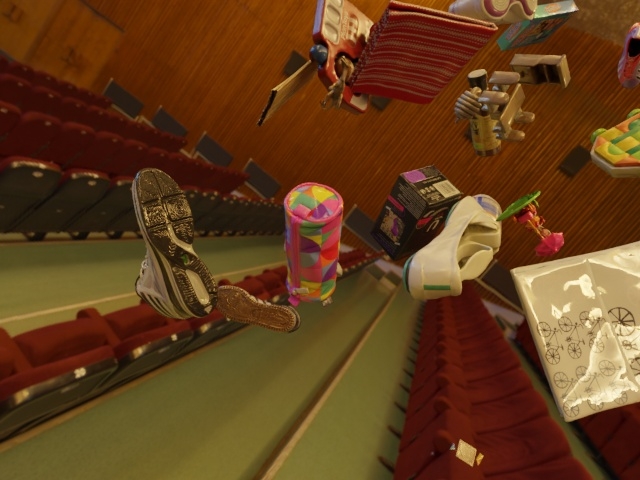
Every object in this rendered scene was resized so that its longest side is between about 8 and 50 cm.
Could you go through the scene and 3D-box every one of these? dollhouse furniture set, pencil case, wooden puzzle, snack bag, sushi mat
[{"bbox_3d":[0.653,-0.459,1.454,0.161,0.242,0.212,25,-8,42],"label":"dollhouse furniture set"},{"bbox_3d":[-0.015,0.015,0.799,0.104,0.104,0.236,46,-31,35],"label":"pencil case"},{"bbox_3d":[0.512,0.749,1.609,0.116,0.014,0.078,36,43,11],"label":"wooden puzzle"},{"bbox_3d":[0.612,0.179,0.968,0.037,0.343,0.323,96,-18,-73],"label":"snack bag"},{"bbox_3d":[-0.071,-0.441,1.284,0.019,0.151,0.316,38,52,-3],"label":"sushi mat"}]

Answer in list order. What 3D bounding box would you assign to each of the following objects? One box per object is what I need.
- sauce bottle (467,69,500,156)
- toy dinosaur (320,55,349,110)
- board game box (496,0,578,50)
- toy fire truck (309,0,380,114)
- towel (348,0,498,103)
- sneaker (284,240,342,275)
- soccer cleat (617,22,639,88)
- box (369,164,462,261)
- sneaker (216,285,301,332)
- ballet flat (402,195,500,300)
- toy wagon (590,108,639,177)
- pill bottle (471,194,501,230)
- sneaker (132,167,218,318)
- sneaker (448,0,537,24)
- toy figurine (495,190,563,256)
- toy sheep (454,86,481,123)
[{"bbox_3d":[0.648,-0.505,1.827,0.344,0.111,0.111,67,-7,-33],"label":"sauce bottle"},{"bbox_3d":[0.040,-0.362,1.138,0.053,0.183,0.092,27,55,-2],"label":"toy dinosaur"},{"bbox_3d":[0.726,-0.721,1.537,0.047,0.210,0.160,66,-23,8],"label":"board game box"},{"bbox_3d":[0.072,-0.524,1.286,0.254,0.302,0.169,17,-13,-40],"label":"toy fire truck"},{"bbox_3d":[0.178,-0.343,0.879,0.199,0.031,0.275,7,-10,-10],"label":"towel"},{"bbox_3d":[0.000,0.000,1.178,0.094,0.151,0.256,0,-22,25],"label":"sneaker"},{"bbox_3d":[1.063,-0.615,1.559,0.083,0.095,0.248,21,-28,33],"label":"soccer cleat"},{"bbox_3d":[0.300,-0.083,1.467,0.165,0.270,0.143,-19,57,-33],"label":"box"},{"bbox_3d":[-0.194,0.224,1.451,0.282,0.099,0.153,18,-7,17],"label":"sneaker"},{"bbox_3d":[0.316,0.015,0.989,0.139,0.139,0.400,41,42,12],"label":"ballet flat"},{"bbox_3d":[1.007,-0.315,1.367,0.068,0.344,0.267,50,16,-35],"label":"toy wagon"},{"bbox_3d":[0.559,-0.072,1.614,0.152,0.152,0.272,39,30,2],"label":"pill bottle"},{"bbox_3d":[-0.490,0.031,1.334,0.169,0.257,0.447,-26,98,-56],"label":"sneaker"},{"bbox_3d":[0.465,-0.634,1.219,0.305,0.114,0.152,-21,19,-35],"label":"sneaker"},{"bbox_3d":[0.569,-0.033,1.212,0.159,0.130,0.173,54,24,4],"label":"toy figurine"},{"bbox_3d":[0.489,-0.446,1.517,0.091,0.132,0.091,22,20,-9],"label":"toy sheep"}]
